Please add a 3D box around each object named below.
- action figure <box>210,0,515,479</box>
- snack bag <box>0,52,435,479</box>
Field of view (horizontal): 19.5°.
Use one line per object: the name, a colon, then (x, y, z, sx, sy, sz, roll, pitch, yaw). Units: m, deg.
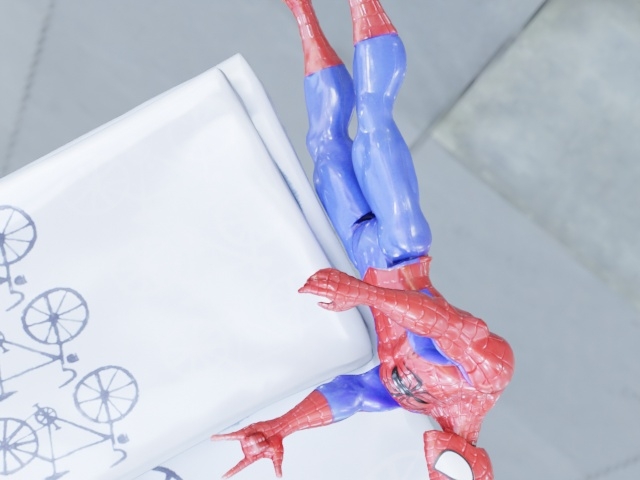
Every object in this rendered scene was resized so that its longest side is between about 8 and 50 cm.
action figure: (0.000, 0.000, 0.872, 0.091, 0.139, 0.280, -29, 81, 55)
snack bag: (-0.107, 0.121, 0.937, 0.342, 0.323, 0.037, 62, 180, -26)
